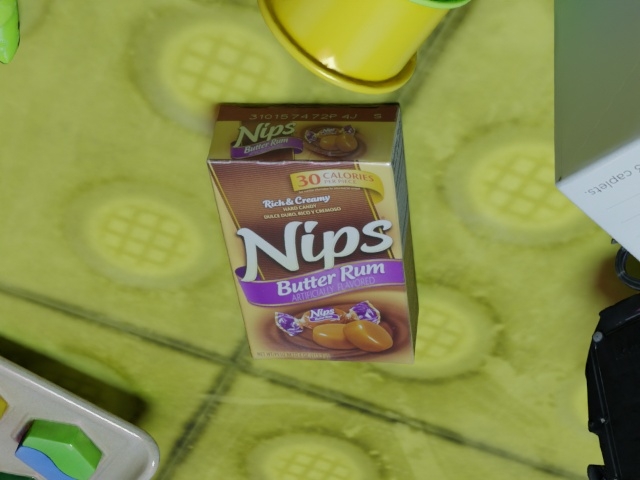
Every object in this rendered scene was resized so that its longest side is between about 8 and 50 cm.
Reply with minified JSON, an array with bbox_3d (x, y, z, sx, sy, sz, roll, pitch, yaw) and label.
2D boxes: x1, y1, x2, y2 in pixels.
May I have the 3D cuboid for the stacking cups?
[{"bbox_3d":[0.083,-0.204,0.689,0.096,0.096,0.316,24,132,-17],"label":"stacking cups"}]

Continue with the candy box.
[{"bbox_3d":[0.000,0.000,0.948,0.109,0.053,0.187,1,137,10],"label":"candy box"}]

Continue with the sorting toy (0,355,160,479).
[{"bbox_3d":[-0.243,0.155,1.144,0.208,0.038,0.193,33,135,-9],"label":"sorting toy"}]

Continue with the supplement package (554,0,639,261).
[{"bbox_3d":[0.266,-0.064,0.719,0.199,0.198,0.262,-30,126,35],"label":"supplement package"}]

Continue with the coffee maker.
[{"bbox_3d":[0.254,0.096,0.955,0.120,0.171,0.178,2,165,40],"label":"coffee maker"}]

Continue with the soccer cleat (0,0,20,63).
[{"bbox_3d":[-0.253,-0.121,0.850,0.179,0.060,0.072,1,140,4],"label":"soccer cleat"}]
